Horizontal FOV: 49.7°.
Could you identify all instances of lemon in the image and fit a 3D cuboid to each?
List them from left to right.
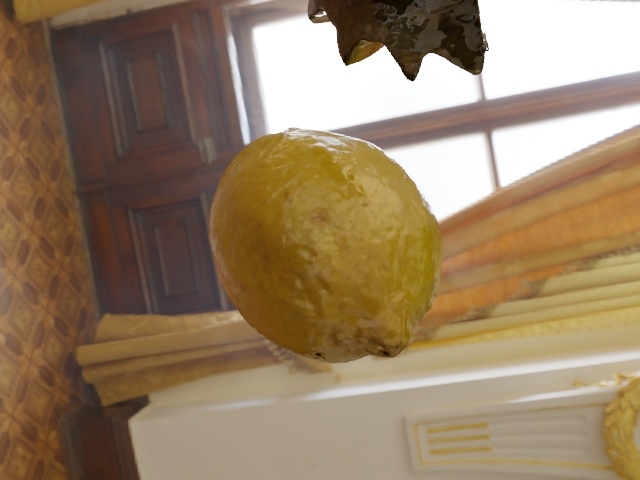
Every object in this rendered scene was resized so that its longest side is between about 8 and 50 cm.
[{"bbox_3d":[0.000,0.000,0.594,0.256,0.188,0.188,49,-11,36],"label":"lemon"}]

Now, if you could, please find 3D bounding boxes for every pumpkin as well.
[{"bbox_3d":[0.031,-0.241,0.460,0.149,0.131,0.253,37,47,-73],"label":"pumpkin"}]
